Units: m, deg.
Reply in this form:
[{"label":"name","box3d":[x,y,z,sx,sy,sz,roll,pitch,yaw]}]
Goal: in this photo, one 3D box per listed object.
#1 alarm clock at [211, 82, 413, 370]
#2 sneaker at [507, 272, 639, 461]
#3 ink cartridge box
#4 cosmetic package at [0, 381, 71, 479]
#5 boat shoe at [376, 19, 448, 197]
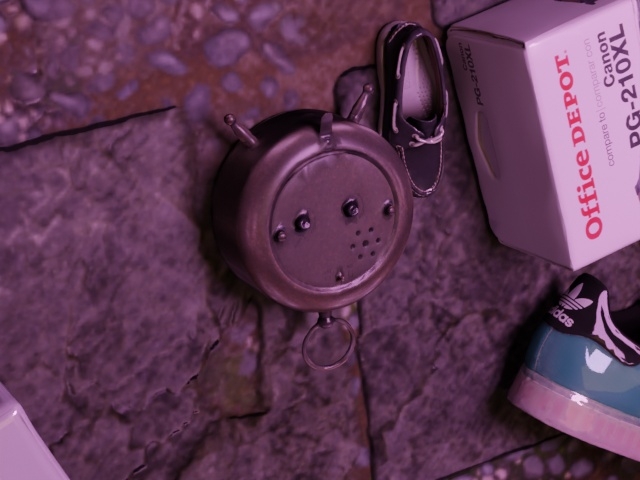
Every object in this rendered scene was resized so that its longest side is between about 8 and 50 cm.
[{"label":"alarm clock","box3d":[0.000,0.000,0.993,0.129,0.064,0.192,-16,114,-23]},{"label":"sneaker","box3d":[0.289,0.113,1.146,0.302,0.108,0.121,19,100,-29]},{"label":"ink cartridge box","box3d":[0.226,-0.106,1.053,0.237,0.100,0.172,-25,114,-19]},{"label":"cosmetic package","box3d":[-0.195,0.272,0.917,0.217,0.156,0.385,-35,116,-15]},{"label":"boat shoe","box3d":[0.066,-0.086,1.013,0.046,0.038,0.125,-13,110,-24]}]
